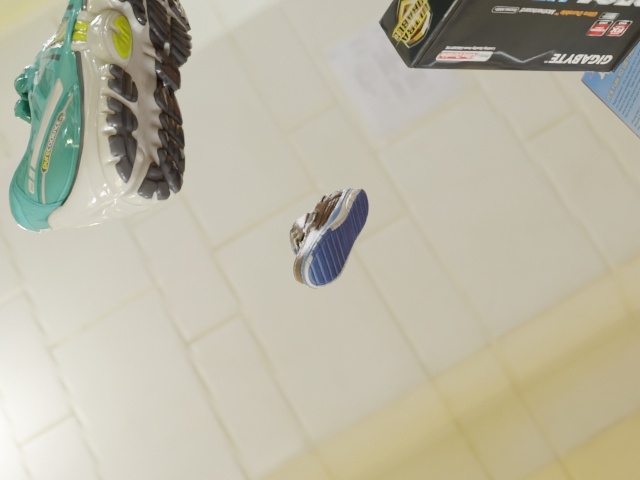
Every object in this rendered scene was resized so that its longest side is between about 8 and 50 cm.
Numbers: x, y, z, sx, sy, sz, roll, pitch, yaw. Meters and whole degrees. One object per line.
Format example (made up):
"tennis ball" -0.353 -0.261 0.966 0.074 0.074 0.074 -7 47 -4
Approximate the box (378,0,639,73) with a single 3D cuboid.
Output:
"box" 0.171 -0.195 1.174 0.220 0.175 0.051 -3 -128 -41

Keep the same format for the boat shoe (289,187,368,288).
"boat shoe" 0.000 0.000 2.049 0.183 0.066 0.066 -53 -44 -52

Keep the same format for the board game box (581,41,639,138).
"board game box" 0.339 -0.219 1.538 0.145 0.027 0.281 52 136 35

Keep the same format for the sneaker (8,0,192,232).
"sneaker" -0.156 -0.121 1.112 0.107 0.110 0.275 49 -150 -40
